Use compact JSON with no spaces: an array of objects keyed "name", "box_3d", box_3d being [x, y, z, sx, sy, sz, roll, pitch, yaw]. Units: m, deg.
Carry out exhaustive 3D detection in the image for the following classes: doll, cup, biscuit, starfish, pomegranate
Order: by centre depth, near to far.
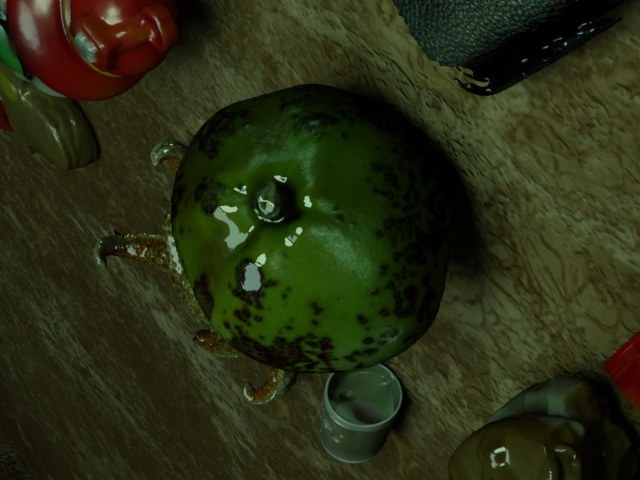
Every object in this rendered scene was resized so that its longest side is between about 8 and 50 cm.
[{"name":"biscuit","box_3d":[0.225,0.286,1.020,0.366,0.115,0.268,59,156,5]},{"name":"pomegranate","box_3d":[-0.017,0.005,1.041,0.276,0.204,0.222,135,122,-63]},{"name":"doll","box_3d":[-0.237,-0.224,1.267,0.363,0.160,0.183,24,139,49]},{"name":"cup","box_3d":[0.027,0.159,1.301,0.102,0.074,0.099,49,155,22]},{"name":"starfish","box_3d":[-0.136,0.041,1.446,0.303,0.113,0.312,29,145,48]},{"name":"biscuit","box_3d":[-0.405,-0.277,1.638,0.368,0.076,0.394,50,154,23]}]

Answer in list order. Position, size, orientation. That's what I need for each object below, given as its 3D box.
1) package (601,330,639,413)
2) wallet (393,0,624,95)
[{"name":"package","box_3d":[0.267,0.147,0.887,0.200,0.022,0.083,54,156,17]},{"name":"wallet","box_3d":[0.077,-0.220,0.743,0.262,0.071,0.221,59,162,-1]}]
